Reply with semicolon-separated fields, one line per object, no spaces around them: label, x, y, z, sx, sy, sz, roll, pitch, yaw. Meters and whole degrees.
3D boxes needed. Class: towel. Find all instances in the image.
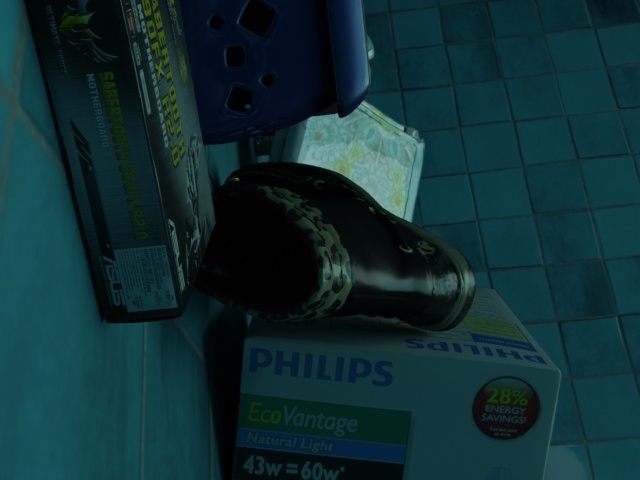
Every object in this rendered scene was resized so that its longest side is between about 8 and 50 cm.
towel;0.037;-0.082;1.359;0.320;0.090;0.375;23;72;-37

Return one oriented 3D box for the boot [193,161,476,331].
boot;-0.042;-0.010;0.847;0.284;0.377;0.138;7;111;-54

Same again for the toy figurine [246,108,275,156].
toy figurine;-0.067;-0.275;1.484;0.213;0.148;0.210;78;6;-73

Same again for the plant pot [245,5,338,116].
plant pot;-0.066;-0.270;1.075;0.201;0.180;0.202;-6;90;-88

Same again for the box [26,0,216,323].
box;-0.129;-0.084;0.542;0.183;0.056;0.231;-89;173;-69

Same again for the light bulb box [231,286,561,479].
light bulb box;0.081;0.192;0.999;0.361;0.357;0.226;-82;177;-79

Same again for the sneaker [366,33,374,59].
sneaker;0.016;-0.453;1.454;0.256;0.094;0.151;53;-19;33

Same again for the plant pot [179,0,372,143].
plant pot;-0.055;-0.237;0.868;0.236;0.212;0.236;-83;167;-85
